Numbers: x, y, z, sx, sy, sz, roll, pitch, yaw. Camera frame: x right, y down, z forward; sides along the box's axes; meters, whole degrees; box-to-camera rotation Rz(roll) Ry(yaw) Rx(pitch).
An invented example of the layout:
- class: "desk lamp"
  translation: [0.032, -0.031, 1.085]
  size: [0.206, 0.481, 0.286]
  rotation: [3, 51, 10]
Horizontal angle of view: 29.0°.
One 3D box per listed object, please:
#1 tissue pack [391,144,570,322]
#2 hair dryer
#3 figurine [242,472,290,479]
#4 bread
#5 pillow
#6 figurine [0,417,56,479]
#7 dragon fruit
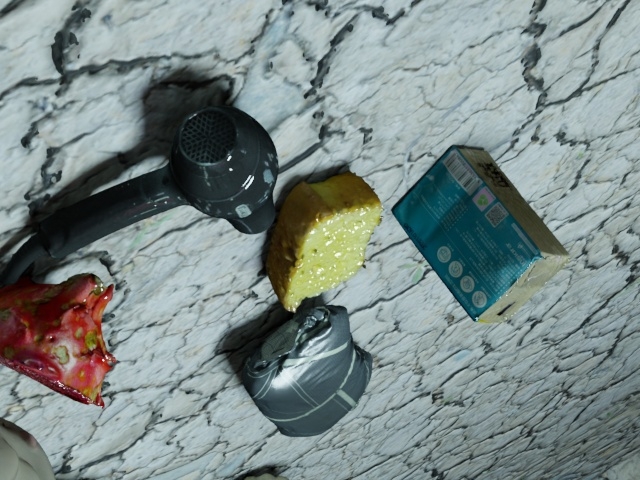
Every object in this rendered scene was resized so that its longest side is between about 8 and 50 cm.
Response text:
- class: "tissue pack"
  translation: [0.178, -0.006, 1.377]
  size: [0.082, 0.169, 0.120]
  rotation: [-1, 139, -53]
- class: "hair dryer"
  translation: [-0.163, -0.024, 1.091]
  size: [0.272, 0.091, 0.235]
  rotation: [-20, 165, 0]
- class: "figurine"
  translation: [-0.065, 0.453, 1.943]
  size: [0.332, 0.185, 0.204]
  rotation: [-7, 115, -74]
- class: "bread"
  translation: [0.000, 0.000, 1.302]
  size: [0.103, 0.065, 0.187]
  rotation: [-24, 152, -22]
- class: "pillow"
  translation: [-0.009, 0.170, 1.560]
  size: [0.162, 0.092, 0.335]
  rotation: [-35, 156, -4]
- class: "figurine"
  translation: [-0.440, 0.217, 1.095]
  size: [0.362, 0.266, 0.377]
  rotation: [-14, 125, 18]
- class: "dragon fruit"
  translation: [-0.246, 0.073, 1.116]
  size: [0.110, 0.153, 0.153]
  rotation: [-62, 161, -17]
